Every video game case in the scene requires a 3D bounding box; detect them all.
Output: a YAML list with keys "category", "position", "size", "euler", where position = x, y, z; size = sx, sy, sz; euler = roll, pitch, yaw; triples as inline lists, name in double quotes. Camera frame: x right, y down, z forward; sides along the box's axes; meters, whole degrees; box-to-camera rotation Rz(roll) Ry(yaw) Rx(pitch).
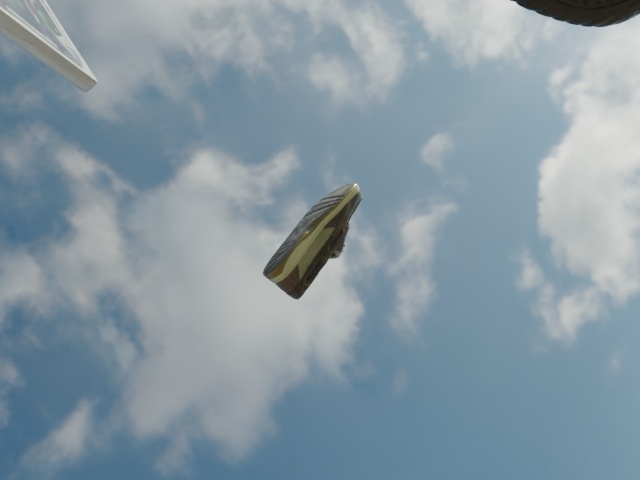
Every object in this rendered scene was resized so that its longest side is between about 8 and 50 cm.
- category: "video game case"
  position: [-0.309, -0.245, 0.744]
  size: [0.022, 0.173, 0.190]
  euler: [-37, -18, 5]

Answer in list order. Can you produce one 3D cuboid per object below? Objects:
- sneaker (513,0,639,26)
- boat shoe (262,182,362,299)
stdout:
- category: "sneaker"
  position: [0.174, -0.353, 0.766]
  size: [0.147, 0.385, 0.145]
  euler: [-52, -6, -47]
- category: "boat shoe"
  position: [0.000, 0.000, 1.167]
  size: [0.073, 0.080, 0.223]
  euler: [52, -126, -17]
